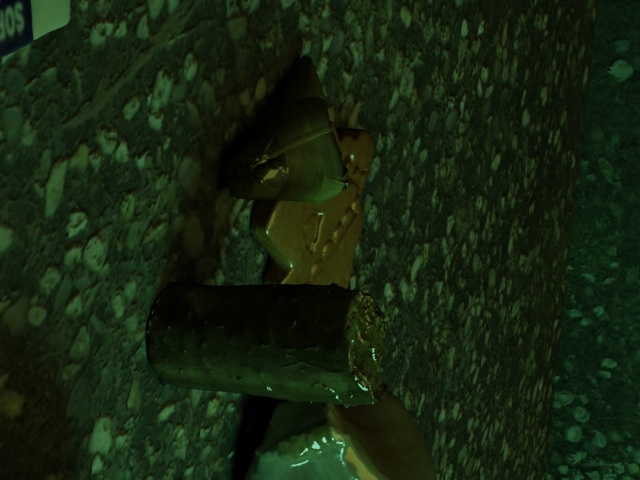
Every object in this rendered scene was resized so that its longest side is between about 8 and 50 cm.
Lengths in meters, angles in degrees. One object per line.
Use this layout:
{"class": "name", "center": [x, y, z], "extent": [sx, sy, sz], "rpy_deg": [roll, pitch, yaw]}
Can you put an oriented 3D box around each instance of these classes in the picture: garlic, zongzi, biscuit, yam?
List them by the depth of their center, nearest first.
{"class": "yam", "center": [-0.050, 0.105, 1.529], "extent": [0.129, 0.238, 0.128], "rpy_deg": [-50, 139, -58]}
{"class": "zongzi", "center": [-0.048, -0.129, 1.627], "extent": [0.160, 0.078, 0.176], "rpy_deg": [-1, 78, -53]}
{"class": "biscuit", "center": [0.000, 0.000, 1.812], "extent": [0.284, 0.043, 0.306], "rpy_deg": [-45, 141, -51]}
{"class": "garlic", "center": [0.011, 0.293, 1.881], "extent": [0.246, 0.231, 0.340], "rpy_deg": [53, 15, -4]}

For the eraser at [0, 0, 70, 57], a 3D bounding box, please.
{"class": "eraser", "center": [-0.287, -0.173, 1.021], "extent": [0.279, 0.081, 0.124], "rpy_deg": [-42, 138, -53]}
